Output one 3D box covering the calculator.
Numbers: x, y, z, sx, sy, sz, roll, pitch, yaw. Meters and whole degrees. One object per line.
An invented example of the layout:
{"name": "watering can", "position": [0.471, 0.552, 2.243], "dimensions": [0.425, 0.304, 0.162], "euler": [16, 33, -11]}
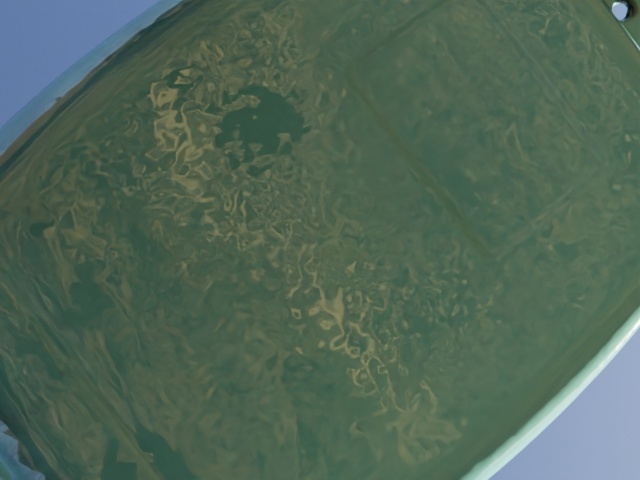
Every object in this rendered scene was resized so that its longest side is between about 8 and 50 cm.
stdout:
{"name": "calculator", "position": [0.000, 0.000, 0.529], "dimensions": [0.386, 0.054, 0.256], "euler": [-38, -91, -13]}
